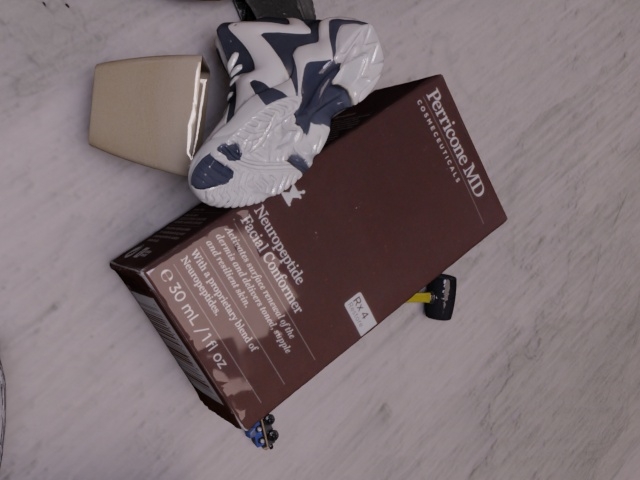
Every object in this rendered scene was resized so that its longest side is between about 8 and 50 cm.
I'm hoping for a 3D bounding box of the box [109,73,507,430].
[{"bbox_3d":[0.000,0.000,0.738,0.381,0.143,0.191,-37,108,-23],"label":"box"}]

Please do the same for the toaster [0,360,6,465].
[{"bbox_3d":[-0.332,0.153,0.574,0.129,0.146,0.227,9,93,-34],"label":"toaster"}]

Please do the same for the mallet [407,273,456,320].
[{"bbox_3d":[0.105,0.064,0.890,0.190,0.039,0.062,11,92,-37],"label":"mallet"}]

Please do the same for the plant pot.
[{"bbox_3d":[-0.162,-0.121,0.658,0.096,0.109,0.109,7,95,-6],"label":"plant pot"}]

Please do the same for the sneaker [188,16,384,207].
[{"bbox_3d":[-0.066,-0.135,0.655,0.235,0.153,0.094,-52,141,-17],"label":"sneaker"}]

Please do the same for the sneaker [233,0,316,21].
[{"bbox_3d":[-0.045,-0.212,0.753,0.089,0.051,0.170,-19,103,-28],"label":"sneaker"}]

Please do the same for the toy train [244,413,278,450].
[{"bbox_3d":[-0.082,0.177,0.805,0.036,0.027,0.158,-20,108,-24],"label":"toy train"}]
